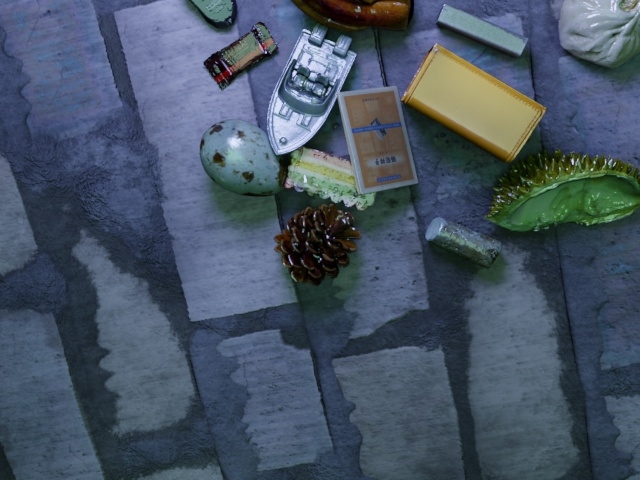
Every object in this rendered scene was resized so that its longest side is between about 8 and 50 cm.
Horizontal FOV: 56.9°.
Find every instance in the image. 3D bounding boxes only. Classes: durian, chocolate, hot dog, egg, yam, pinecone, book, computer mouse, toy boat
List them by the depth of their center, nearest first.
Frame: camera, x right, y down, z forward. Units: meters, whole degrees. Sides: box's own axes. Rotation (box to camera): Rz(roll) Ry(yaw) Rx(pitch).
[{"bbox_3d":[0.055,-0.541,1.289,0.325,0.107,0.194,11,145,-2],"label":"hot dog"},{"bbox_3d":[-0.034,-0.339,1.371,0.141,0.092,0.320,25,86,-1],"label":"toy boat"},{"bbox_3d":[0.589,-0.108,1.373,0.394,0.163,0.198,-2,104,-1],"label":"durian"},{"bbox_3d":[0.136,-0.237,1.388,0.170,0.018,0.242,-13,90,-27],"label":"book"},{"bbox_3d":[-0.263,-0.582,1.399,0.099,0.057,0.172,-35,108,9],"label":"computer mouse"},{"bbox_3d":[-0.178,-0.191,1.412,0.231,0.169,0.169,29,103,-19],"label":"egg"},{"bbox_3d":[-0.192,-0.449,1.432,0.182,0.028,0.086,-33,104,11],"label":"chocolate"},{"bbox_3d":[0.001,-0.002,1.435,0.185,0.169,0.212,32,116,-16],"label":"pinecone"},{"bbox_3d":[0.351,0.003,1.452,0.179,0.078,0.078,25,102,1],"label":"yam"}]

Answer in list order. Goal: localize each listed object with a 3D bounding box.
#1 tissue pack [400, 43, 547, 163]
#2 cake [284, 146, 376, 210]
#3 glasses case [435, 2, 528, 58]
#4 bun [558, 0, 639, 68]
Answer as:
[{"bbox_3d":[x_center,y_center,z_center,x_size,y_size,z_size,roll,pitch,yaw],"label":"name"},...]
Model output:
[{"bbox_3d":[0.332,-0.307,1.334,0.274,0.194,0.145,31,106,-1],"label":"tissue pack"},{"bbox_3d":[0.028,-0.152,1.433,0.225,0.090,0.110,17,101,-3],"label":"cake"},{"bbox_3d":[0.366,-0.479,1.355,0.204,0.071,0.047,23,105,0],"label":"glasses case"},{"bbox_3d":[0.646,-0.498,1.298,0.230,0.133,0.231,1,100,3],"label":"bun"}]
